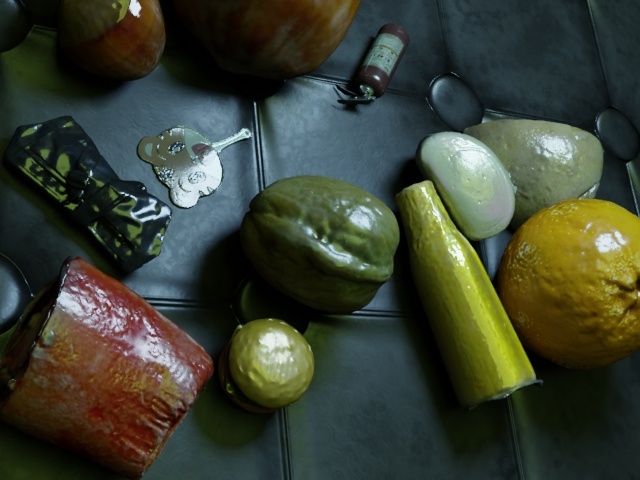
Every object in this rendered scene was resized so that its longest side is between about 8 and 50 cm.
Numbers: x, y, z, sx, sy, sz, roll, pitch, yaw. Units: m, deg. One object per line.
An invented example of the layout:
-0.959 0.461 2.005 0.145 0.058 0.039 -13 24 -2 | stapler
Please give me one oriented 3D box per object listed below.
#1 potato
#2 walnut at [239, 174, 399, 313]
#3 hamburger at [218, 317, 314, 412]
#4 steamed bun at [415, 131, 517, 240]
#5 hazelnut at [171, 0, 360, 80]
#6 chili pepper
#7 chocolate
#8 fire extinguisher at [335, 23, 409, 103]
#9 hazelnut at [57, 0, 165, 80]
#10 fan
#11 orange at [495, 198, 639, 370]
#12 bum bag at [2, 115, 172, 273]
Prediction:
0.439 -0.142 1.964 0.265 0.189 0.211 22 60 -20 | potato
0.000 0.000 1.627 0.283 0.227 0.283 23 18 -8 | walnut
-0.093 0.209 1.547 0.162 0.115 0.161 14 61 -26 | hamburger
0.300 -0.123 1.870 0.153 0.170 0.238 -31 91 0 | steamed bun
-0.092 -0.491 1.741 0.366 0.366 0.365 12 64 -26 | hazelnut
-0.308 0.199 1.361 0.305 0.229 0.251 33 40 -14 | chili pepper
0.268 0.096 1.782 0.162 0.162 0.445 -13 76 -34 | chocolate
0.105 -0.359 1.945 0.099 0.071 0.231 21 58 11 | fire extinguisher
-0.354 -0.376 1.616 0.214 0.176 0.214 9 78 -54 | hazelnut
-0.213 -0.159 1.701 0.227 0.008 0.152 -33 87 -35 | fan
0.526 0.086 1.831 0.341 0.293 0.340 -1 94 -21 | orange
-0.377 -0.086 1.537 0.310 0.074 0.137 44 64 -6 | bum bag
